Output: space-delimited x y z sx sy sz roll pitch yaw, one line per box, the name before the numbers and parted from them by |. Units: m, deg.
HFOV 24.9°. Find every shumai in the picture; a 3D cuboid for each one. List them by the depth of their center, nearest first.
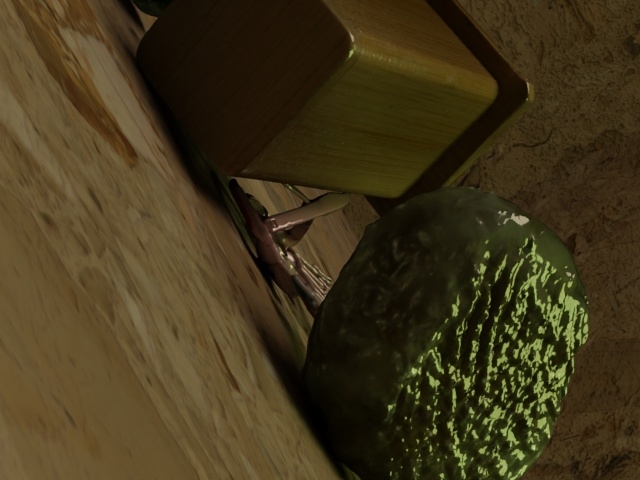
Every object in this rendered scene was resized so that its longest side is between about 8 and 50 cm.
shumai | 0.066 0.053 1.101 0.222 0.225 0.260 45 -20 42

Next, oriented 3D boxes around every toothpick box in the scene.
toothpick box | 0.011 -0.140 1.216 0.190 0.187 0.308 53 22 20

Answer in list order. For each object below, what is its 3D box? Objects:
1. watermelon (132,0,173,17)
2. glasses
watermelon | -0.128 -0.341 1.290 0.140 0.193 0.256 30 48 -27
glasses | -0.003 0.009 1.307 0.162 0.095 0.255 64 6 6
